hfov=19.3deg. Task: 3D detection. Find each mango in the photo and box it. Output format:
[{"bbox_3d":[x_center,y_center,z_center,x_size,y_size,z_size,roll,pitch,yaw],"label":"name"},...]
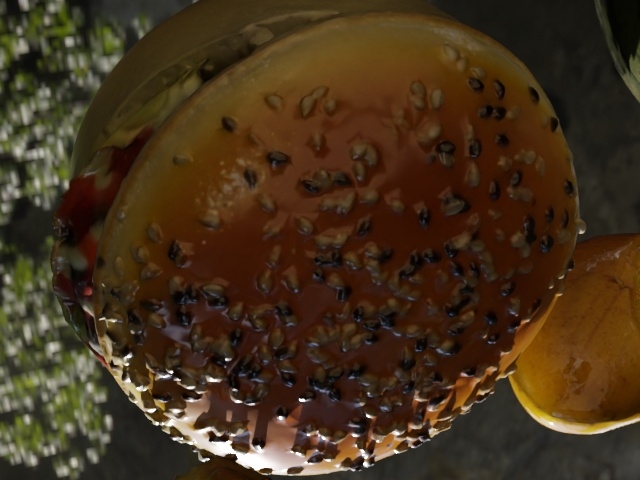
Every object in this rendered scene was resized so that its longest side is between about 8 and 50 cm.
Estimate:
[{"bbox_3d":[0.204,0.075,1.356,0.141,0.102,0.217,46,-142,3],"label":"mango"}]

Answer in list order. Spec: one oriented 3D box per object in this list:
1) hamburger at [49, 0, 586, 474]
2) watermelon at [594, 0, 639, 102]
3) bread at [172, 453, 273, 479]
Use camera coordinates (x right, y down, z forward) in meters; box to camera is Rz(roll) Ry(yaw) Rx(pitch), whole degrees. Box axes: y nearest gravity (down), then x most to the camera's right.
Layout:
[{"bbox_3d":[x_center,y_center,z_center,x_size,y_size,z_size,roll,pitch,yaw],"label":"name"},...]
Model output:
[{"bbox_3d":[0.000,0.000,1.041,0.300,0.300,0.176,-16,-142,-11],"label":"hamburger"},{"bbox_3d":[0.245,-0.138,0.985,0.212,0.212,0.212,1,-120,-1],"label":"watermelon"},{"bbox_3d":[-0.001,0.123,0.328,0.086,0.156,0.125,-22,-139,-8],"label":"bread"}]
